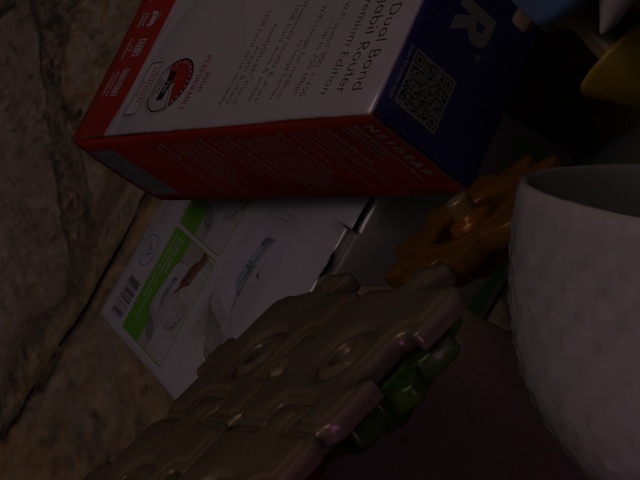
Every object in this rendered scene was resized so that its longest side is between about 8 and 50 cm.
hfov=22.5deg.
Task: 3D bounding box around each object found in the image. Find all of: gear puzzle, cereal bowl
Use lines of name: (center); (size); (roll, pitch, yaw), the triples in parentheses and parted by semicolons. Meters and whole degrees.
gear puzzle: (-0.019, 0.081, 0.634); (0.339, 0.044, 0.175); (-45, 16, -22)
cereal bowl: (0.229, 0.056, 0.549); (0.339, 0.339, 0.141); (14, 104, 56)

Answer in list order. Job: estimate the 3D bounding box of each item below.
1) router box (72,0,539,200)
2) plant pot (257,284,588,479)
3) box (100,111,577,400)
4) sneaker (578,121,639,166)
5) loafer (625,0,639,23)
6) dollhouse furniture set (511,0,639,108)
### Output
router box: (0.024, -0.188, 0.975); (0.301, 0.082, 0.335); (0, 60, 51)
plant pot: (0.021, 0.202, 0.742); (0.334, 0.334, 0.305); (-19, 42, 46)
box: (0.000, 0.000, 1.046); (0.262, 0.126, 0.231); (-60, 34, 4)
sneaker: (0.224, -0.086, 0.807); (0.300, 0.121, 0.111); (-38, 40, 32)
loafer: (0.289, -0.231, 0.833); (0.366, 0.134, 0.130); (-52, 38, 33)
dollhouse furniture set: (0.262, -0.182, 0.662); (0.198, 0.286, 0.303); (47, 142, 17)
